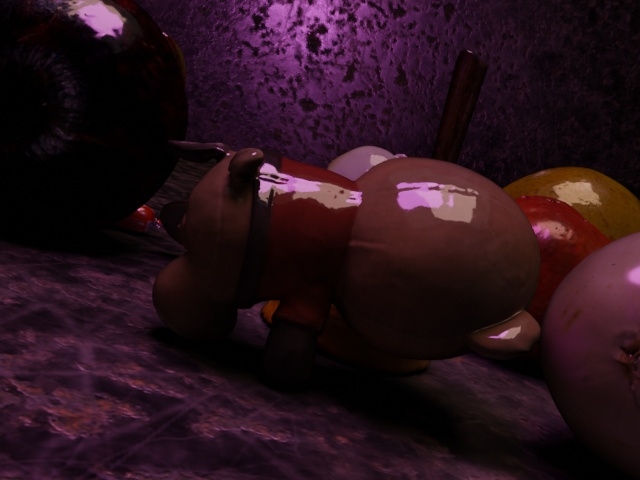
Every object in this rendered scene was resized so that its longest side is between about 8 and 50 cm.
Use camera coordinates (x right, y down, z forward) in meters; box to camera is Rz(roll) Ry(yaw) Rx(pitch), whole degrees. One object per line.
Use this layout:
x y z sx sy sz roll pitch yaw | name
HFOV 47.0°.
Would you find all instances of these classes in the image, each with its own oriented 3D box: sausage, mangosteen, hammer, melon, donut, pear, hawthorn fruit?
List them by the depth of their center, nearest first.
0.318 0.098 0.633 0.223 0.223 0.317 23 7 40 | melon
0.035 0.070 0.781 0.174 0.074 0.190 11 10 -38 | donut
-0.298 -0.154 0.877 0.300 0.300 0.300 16 8 -2 | mangosteen
0.306 0.068 0.936 0.299 0.211 0.211 26 7 -9 | hawthorn fruit
-0.286 -0.043 1.003 0.145 0.050 0.048 14 -32 -16 | sausage
0.385 0.016 1.188 0.294 0.294 0.294 16 8 -2 | pear
0.207 -0.121 1.275 0.095 0.409 0.242 22 14 40 | hammer

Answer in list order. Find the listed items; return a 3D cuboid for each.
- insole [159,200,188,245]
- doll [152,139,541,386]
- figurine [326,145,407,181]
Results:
-0.040 0.026 0.899 0.348 0.119 0.009 21 52 7 | insole
0.024 0.000 0.637 0.330 0.174 0.235 7 40 0 | doll
0.109 -0.074 1.660 0.274 0.226 0.394 49 -2 -6 | figurine
